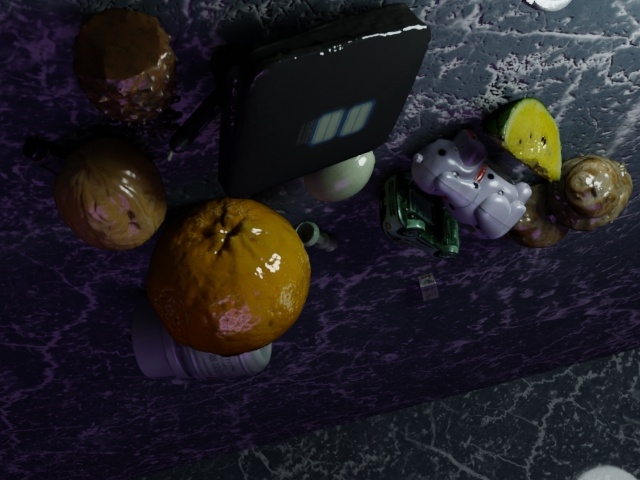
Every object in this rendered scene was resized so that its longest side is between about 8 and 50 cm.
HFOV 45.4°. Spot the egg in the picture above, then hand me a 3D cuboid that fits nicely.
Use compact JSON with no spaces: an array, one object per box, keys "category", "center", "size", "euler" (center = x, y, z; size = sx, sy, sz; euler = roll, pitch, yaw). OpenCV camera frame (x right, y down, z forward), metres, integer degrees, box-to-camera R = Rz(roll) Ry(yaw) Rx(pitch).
[{"category":"egg","center":[0.038,-0.139,1.522],"size":[0.152,0.114,0.114],"euler":[-27,149,19]}]

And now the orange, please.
[{"category":"orange","center":[-0.189,0.066,1.586],"size":[0.340,0.340,0.293],"euler":[-8,140,-7]}]

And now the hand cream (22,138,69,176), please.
[{"category":"hand cream","center":[-0.482,-0.137,1.405],"size":[0.062,0.039,0.163],"euler":[-20,157,9]}]

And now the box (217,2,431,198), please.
[{"category":"box","center":[-0.006,-0.224,1.281],"size":[0.350,0.091,0.359],"euler":[-22,156,-23]}]

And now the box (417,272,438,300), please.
[{"category":"box","center":[0.311,0.135,2.214],"size":[0.050,0.036,0.117],"euler":[-15,153,4]}]

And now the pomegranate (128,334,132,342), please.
[{"category":"pomegranate","center":[-0.459,0.298,2.114],"size":[0.130,0.130,0.130],"euler":[-10,152,-5]}]

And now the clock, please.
[{"category":"clock","center":[0.296,-0.132,1.615],"size":[0.254,0.189,0.189],"euler":[32,131,-33]}]

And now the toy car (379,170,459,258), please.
[{"category":"toy car","center":[0.219,-0.046,1.751],"size":[0.125,0.136,0.306],"euler":[-13,156,30]}]

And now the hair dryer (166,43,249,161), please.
[{"category":"hair dryer","center":[-0.178,-0.206,1.253],"size":[0.219,0.071,0.124],"euler":[-52,156,-18]}]

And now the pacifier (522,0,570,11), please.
[{"category":"pacifier","center":[0.247,-0.440,0.962],"size":[0.220,0.273,0.332],"euler":[-51,143,14]}]

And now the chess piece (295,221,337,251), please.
[{"category":"chess piece","center":[0.000,0.000,1.828],"size":[0.059,0.059,0.149],"euler":[-25,154,22]}]

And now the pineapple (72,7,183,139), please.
[{"category":"pineapple","center":[-0.293,-0.238,1.207],"size":[0.158,0.158,0.279],"euler":[-9,164,-7]}]

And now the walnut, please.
[{"category":"walnut","center":[-0.380,-0.082,1.385],"size":[0.193,0.193,0.226],"euler":[-17,152,8]}]

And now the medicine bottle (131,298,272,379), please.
[{"category":"medicine bottle","center":[-0.293,0.226,1.919],"size":[0.306,0.245,0.245],"euler":[-8,152,8]}]

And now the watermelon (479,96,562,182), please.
[{"category":"watermelon","center":[0.407,-0.205,1.534],"size":[0.123,0.129,0.301],"euler":[-28,154,30]}]

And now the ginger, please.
[{"category":"ginger","center":[0.551,-0.084,1.770],"size":[0.256,0.176,0.375],"euler":[-19,172,-38]}]
